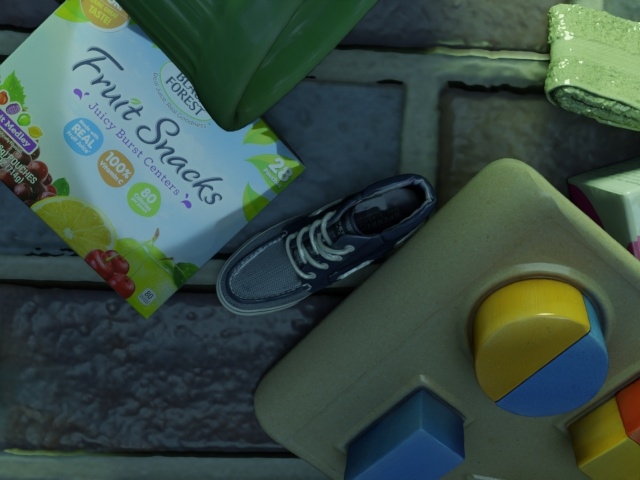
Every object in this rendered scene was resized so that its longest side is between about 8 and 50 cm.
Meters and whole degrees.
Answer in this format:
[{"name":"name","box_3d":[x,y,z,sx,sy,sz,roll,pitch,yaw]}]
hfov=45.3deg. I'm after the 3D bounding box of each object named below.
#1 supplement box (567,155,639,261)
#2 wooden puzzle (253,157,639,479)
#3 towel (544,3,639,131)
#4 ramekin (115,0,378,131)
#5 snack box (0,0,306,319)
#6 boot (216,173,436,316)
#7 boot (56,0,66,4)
[{"name":"supplement box","box_3d":[0.334,-0.025,0.622,0.219,0.114,0.111,-16,103,-3]},{"name":"wooden puzzle","box_3d":[0.159,0.157,0.601,0.347,0.080,0.322,40,119,-9]},{"name":"towel","box_3d":[0.249,-0.134,0.609,0.148,0.027,0.110,14,59,-5]},{"name":"ramekin","box_3d":[-0.010,-0.227,0.465,0.148,0.303,0.303,42,95,-3]},{"name":"snack box","box_3d":[-0.143,-0.075,0.591,0.174,0.070,0.207,-42,102,4]},{"name":"boot","box_3d":[0.000,0.000,0.603,0.189,0.086,0.069,-28,82,-3]},{"name":"boot","box_3d":[-0.179,-0.339,0.533,0.220,0.109,0.283,43,102,-7]}]
